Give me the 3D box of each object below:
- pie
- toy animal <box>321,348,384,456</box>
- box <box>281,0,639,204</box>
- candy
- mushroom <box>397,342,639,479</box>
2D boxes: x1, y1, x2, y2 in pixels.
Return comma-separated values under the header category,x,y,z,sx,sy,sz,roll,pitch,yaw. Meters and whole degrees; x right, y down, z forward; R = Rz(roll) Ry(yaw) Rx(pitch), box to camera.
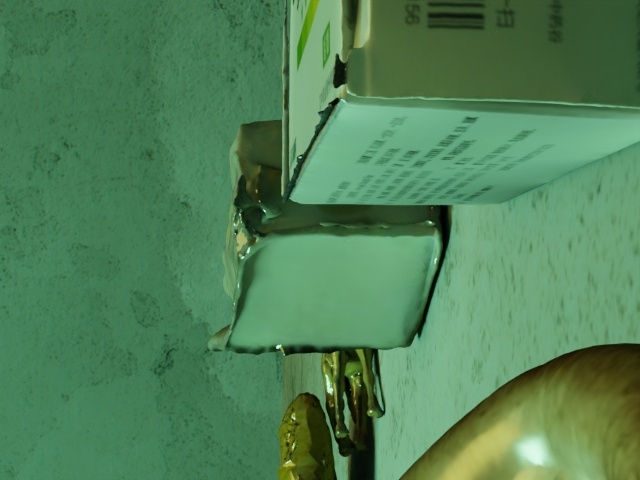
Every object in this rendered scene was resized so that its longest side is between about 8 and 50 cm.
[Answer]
category,x,y,z,sx,sy,sz,roll,pitch,yaw
pie,-0.007,0.301,1.378,0.273,0.069,0.274,-4,-90,-85
toy animal,0.034,0.090,1.311,0.149,0.054,0.276,142,131,-80
box,0.060,-0.119,0.620,0.333,0.145,0.173,136,134,-83
candy,0.000,0.000,1.023,0.195,0.184,0.137,99,167,-52
mushroom,0.074,0.161,0.358,0.278,0.146,0.278,-54,24,38
